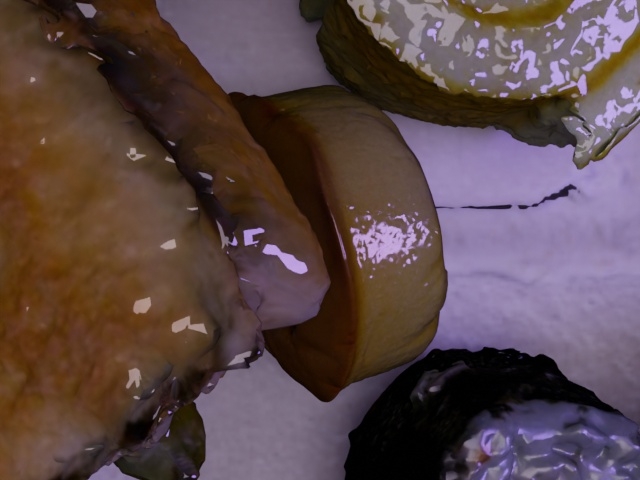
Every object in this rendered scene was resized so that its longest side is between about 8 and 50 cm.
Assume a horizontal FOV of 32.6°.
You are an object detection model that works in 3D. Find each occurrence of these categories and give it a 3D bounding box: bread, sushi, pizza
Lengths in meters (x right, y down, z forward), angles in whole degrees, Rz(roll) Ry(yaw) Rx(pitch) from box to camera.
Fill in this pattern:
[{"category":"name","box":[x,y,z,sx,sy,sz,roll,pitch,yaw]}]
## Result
[{"category":"bread","box":[0.113,-0.159,0.527,0.257,0.124,0.186,-44,106,-3]},{"category":"sushi","box":[0.075,0.169,0.530,0.136,0.126,0.225,9,103,-16]},{"category":"pizza","box":[-0.186,-0.007,0.424,0.392,0.080,0.434,-7,90,22]},{"category":"bread","box":[0.003,-0.003,0.526,0.086,0.125,0.156,-16,93,-24]}]
